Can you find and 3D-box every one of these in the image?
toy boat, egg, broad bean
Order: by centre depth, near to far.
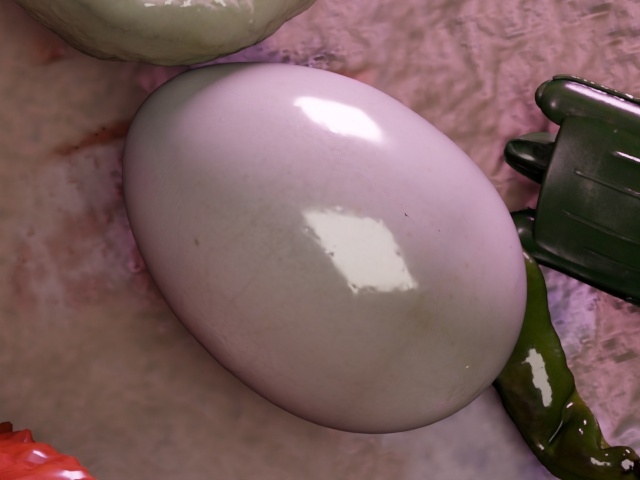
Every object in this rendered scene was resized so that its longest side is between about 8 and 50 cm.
[{"bbox_3d":[0.000,0.000,0.921,0.209,0.151,0.151,39,77,-3],"label":"egg"},{"bbox_3d":[0.184,-0.009,0.977,0.210,0.052,0.104,22,111,23],"label":"toy boat"},{"bbox_3d":[0.106,0.057,1.008,0.195,0.061,0.046,53,31,0],"label":"broad bean"}]

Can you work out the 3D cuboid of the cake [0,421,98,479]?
[{"bbox_3d":[-0.187,0.261,0.792,0.269,0.270,0.319,-15,95,-18],"label":"cake"}]

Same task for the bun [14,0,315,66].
[{"bbox_3d":[-0.078,-0.178,0.914,0.195,0.118,0.195,-1,93,-23],"label":"bun"}]
